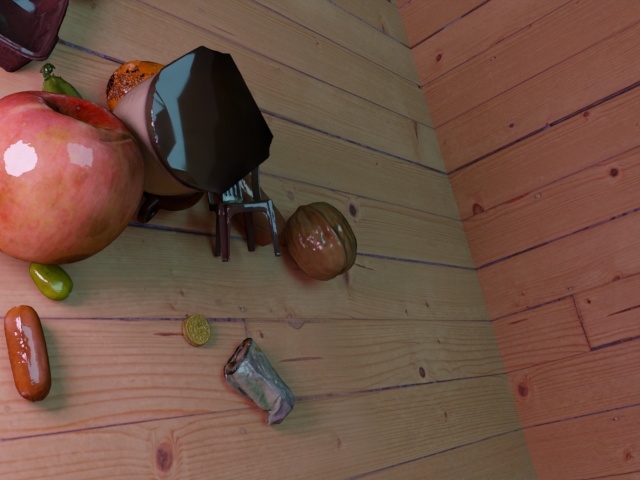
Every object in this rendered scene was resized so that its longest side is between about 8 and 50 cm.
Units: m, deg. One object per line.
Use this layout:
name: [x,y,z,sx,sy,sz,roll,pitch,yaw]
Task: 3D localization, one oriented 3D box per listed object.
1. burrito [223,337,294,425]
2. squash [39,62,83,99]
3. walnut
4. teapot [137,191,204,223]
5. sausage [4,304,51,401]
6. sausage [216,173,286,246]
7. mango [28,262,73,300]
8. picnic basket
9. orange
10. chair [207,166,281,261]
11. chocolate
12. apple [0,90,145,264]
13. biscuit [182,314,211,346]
burrito: [-0.156,0.388,1.857,0.229,0.089,0.144,50,40,-18]
squash: [-0.592,-0.257,1.670,0.101,0.101,0.379,-27,90,-55]
walnut: [0.000,0.000,2.190,0.261,0.225,0.225,58,35,0]
teapot: [-0.407,-0.135,1.825,0.178,0.135,0.252,29,59,7]
sausage: [-0.596,0.231,1.388,0.076,0.076,0.198,1,71,-52]
sausage: [-0.227,-0.123,2.044,0.304,0.121,0.121,51,37,-16]
mango: [-0.593,0.085,1.494,0.108,0.056,0.073,49,32,-17]
picnic basket: [-0.741,-0.539,1.618,0.222,0.129,0.297,32,45,-36]
orange: [-0.460,-0.384,1.851,0.234,0.182,0.234,30,34,-23]
chair: [-0.224,-0.115,1.882,0.175,0.183,0.327,-7,96,-24]
chocolate: [-0.346,-0.269,1.662,0.326,0.297,0.314,-45,119,-33]
apple: [-0.555,-0.124,1.419,0.364,0.364,0.364,30,48,-39]
biscuit: [-0.323,0.236,1.782,0.084,0.023,0.084,30,48,-39]
